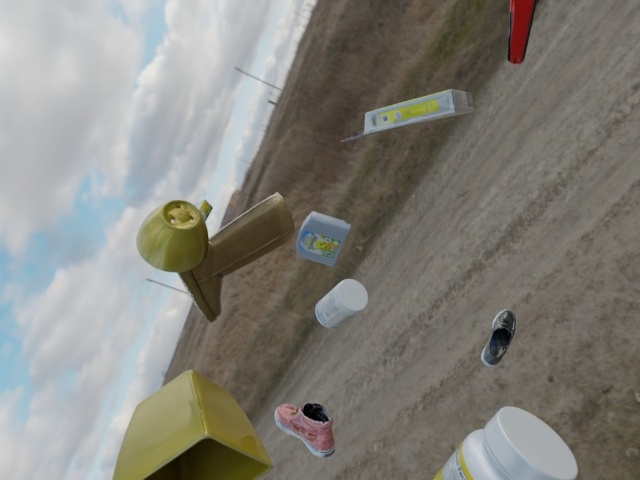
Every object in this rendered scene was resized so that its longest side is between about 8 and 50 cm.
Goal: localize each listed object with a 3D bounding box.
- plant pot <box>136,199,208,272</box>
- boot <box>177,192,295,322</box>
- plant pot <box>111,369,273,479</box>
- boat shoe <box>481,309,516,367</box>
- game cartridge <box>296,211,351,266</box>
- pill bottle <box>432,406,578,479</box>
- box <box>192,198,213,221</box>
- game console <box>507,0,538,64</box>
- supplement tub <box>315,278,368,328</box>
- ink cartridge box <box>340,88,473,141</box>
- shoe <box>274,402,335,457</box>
[{"bbox_3d":[-0.267,-0.021,0.805,0.095,0.134,0.134,-52,20,47],"label":"plant pot"},{"bbox_3d":[-0.176,0.047,0.972,0.270,0.089,0.236,-32,-35,-19],"label":"boot"},{"bbox_3d":[-0.254,0.388,0.846,0.212,0.212,0.187,-35,41,3],"label":"plant pot"},{"bbox_3d":[0.597,0.311,1.425,0.228,0.080,0.076,-47,-21,-29],"label":"boat shoe"},{"bbox_3d":[0.000,0.000,0.519,0.083,0.056,0.017,109,180,-53],"label":"game cartridge"},{"bbox_3d":[0.211,0.318,0.539,0.119,0.119,0.208,-94,27,-64],"label":"pill bottle"},{"bbox_3d":[-0.388,-0.035,1.247,0.105,0.043,0.179,-16,37,31],"label":"box"},{"bbox_3d":[0.375,-0.581,0.777,0.342,0.060,0.386,40,-125,-62],"label":"game console"},{"bbox_3d":[0.041,0.129,0.869,0.107,0.071,0.071,-48,23,50],"label":"supplement tub"},{"bbox_3d":[0.245,-0.350,1.203,0.304,0.307,0.072,-34,-64,-58],"label":"ink cartridge box"},{"bbox_3d":[-0.035,0.366,0.896,0.178,0.064,0.081,16,111,49],"label":"shoe"}]
